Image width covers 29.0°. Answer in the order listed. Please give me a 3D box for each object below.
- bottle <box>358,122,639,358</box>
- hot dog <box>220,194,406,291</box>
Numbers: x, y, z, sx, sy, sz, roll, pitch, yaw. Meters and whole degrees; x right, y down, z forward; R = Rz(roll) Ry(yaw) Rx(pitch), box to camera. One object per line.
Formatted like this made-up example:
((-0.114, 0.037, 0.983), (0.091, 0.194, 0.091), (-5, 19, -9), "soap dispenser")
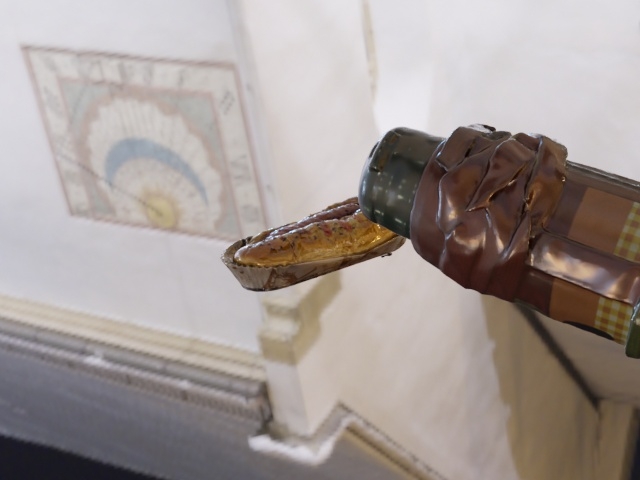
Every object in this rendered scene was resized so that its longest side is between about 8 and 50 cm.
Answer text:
((0.163, -0.016, 0.983), (0.271, 0.156, 0.143), (22, -107, 18), "bottle")
((0.000, 0.000, 1.522), (0.252, 0.069, 0.131), (-19, -160, -23), "hot dog")
